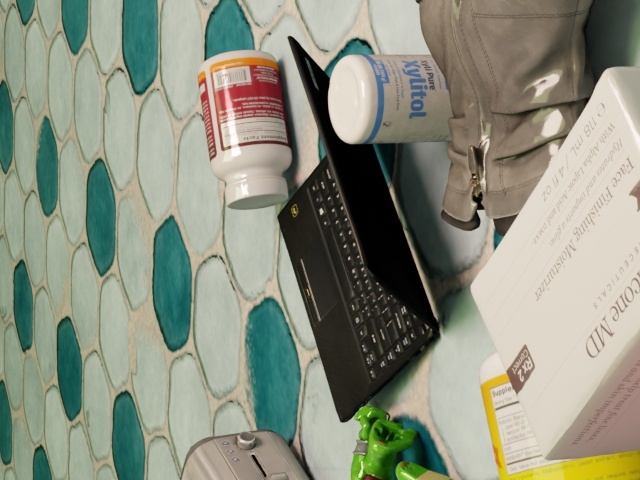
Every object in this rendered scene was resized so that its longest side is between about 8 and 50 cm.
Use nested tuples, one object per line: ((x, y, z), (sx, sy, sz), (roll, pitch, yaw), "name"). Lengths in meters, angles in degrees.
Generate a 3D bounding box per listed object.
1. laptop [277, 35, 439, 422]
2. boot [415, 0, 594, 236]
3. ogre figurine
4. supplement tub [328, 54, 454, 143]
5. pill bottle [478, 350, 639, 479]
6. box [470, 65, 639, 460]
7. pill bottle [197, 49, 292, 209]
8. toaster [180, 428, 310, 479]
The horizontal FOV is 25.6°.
((0.000, 0.000, 1.232), (0.264, 0.136, 0.234), (-49, 48, 45), "laptop")
((0.162, -0.124, 0.924), (0.338, 0.118, 0.223), (156, 106, -76), "boot")
((0.058, 0.232, 1.198), (0.197, 0.096, 0.118), (36, 115, 46), "ogre figurine")
((0.067, -0.112, 1.110), (0.071, 0.107, 0.071), (176, 90, -66), "supplement tub")
((0.170, 0.131, 0.907), (0.117, 0.117, 0.215), (142, 121, -61), "pill bottle")
((0.205, 0.012, 0.736), (0.181, 0.181, 0.119), (115, 143, -46), "box")
((-0.076, -0.112, 1.448), (0.086, 0.086, 0.152), (149, 115, -63), "pill bottle")
((-0.072, 0.318, 1.454), (0.146, 0.129, 0.227), (44, 131, 53), "toaster")
